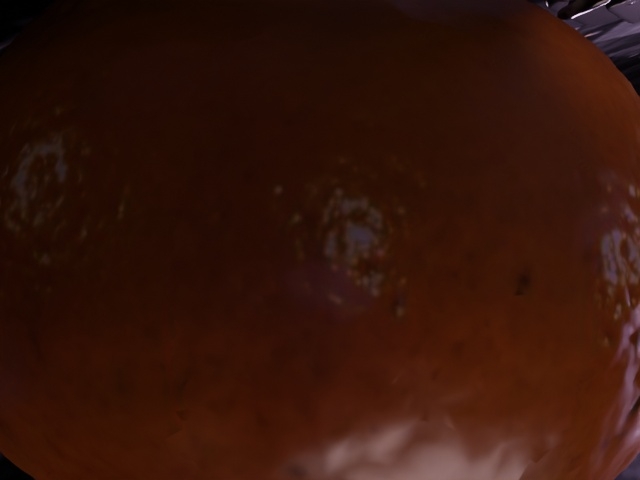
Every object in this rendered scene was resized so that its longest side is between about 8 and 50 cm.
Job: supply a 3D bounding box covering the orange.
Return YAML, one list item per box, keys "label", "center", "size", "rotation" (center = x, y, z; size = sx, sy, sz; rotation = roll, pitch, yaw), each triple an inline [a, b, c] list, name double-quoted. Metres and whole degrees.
- label: "orange"
  center: [0.000, 0.000, 1.013]
  size: [0.424, 0.326, 0.424]
  rotation: [5, -176, 0]

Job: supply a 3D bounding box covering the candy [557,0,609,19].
- label: "candy"
  center: [0.218, -0.215, 0.922]
  size: [0.265, 0.115, 0.155]
  rotation: [-20, 176, 11]

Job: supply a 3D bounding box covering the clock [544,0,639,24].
- label: "clock"
  center: [0.340, -0.250, 1.587]
  size: [0.273, 0.049, 0.279]
  rotation: [-22, 176, 17]
